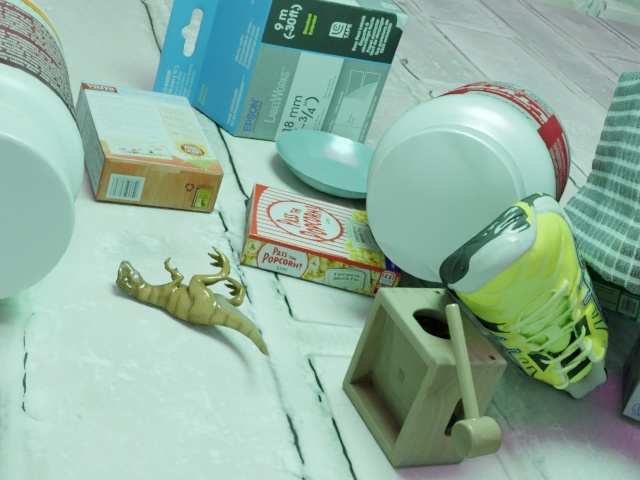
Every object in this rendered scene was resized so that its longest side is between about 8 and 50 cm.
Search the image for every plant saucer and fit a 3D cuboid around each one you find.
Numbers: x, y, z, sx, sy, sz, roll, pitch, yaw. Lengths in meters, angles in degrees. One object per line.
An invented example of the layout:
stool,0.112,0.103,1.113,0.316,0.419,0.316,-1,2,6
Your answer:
plant saucer,0.023,-0.104,1.515,0.195,0.037,0.195,14,27,-7

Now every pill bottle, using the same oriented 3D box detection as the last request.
pill bottle,0.191,-0.079,1.303,0.229,0.229,0.407,24,18,11
pill bottle,-0.372,-0.118,1.086,0.224,0.224,0.392,7,29,-22

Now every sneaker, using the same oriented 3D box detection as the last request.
sneaker,0.239,0.067,1.071,0.147,0.145,0.384,56,11,26

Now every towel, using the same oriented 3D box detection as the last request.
towel,0.363,-0.069,1.130,0.121,0.235,0.284,15,9,-2

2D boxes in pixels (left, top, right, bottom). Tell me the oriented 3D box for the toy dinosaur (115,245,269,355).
toy dinosaur,-0.117,0.070,1.092,0.211,0.064,0.112,19,43,21

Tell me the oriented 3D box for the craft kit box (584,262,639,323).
craft kit box,0.432,0.059,1.362,0.246,0.061,0.250,7,8,-28

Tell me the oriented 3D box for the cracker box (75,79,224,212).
cracker box,-0.234,-0.128,1.364,0.155,0.067,0.232,6,30,-25

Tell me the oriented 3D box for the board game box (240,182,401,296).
board game box,0.000,0.000,1.295,0.193,0.045,0.147,14,27,-9

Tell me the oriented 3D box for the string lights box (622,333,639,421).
string lights box,0.491,0.198,1.198,0.259,0.077,0.133,22,24,8

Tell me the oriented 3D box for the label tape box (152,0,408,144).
label tape box,-0.064,-0.277,1.563,0.333,0.241,0.106,4,32,-24

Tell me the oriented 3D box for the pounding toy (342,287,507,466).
pounding toy,0.127,0.132,0.976,0.094,0.181,0.206,3,31,-29
